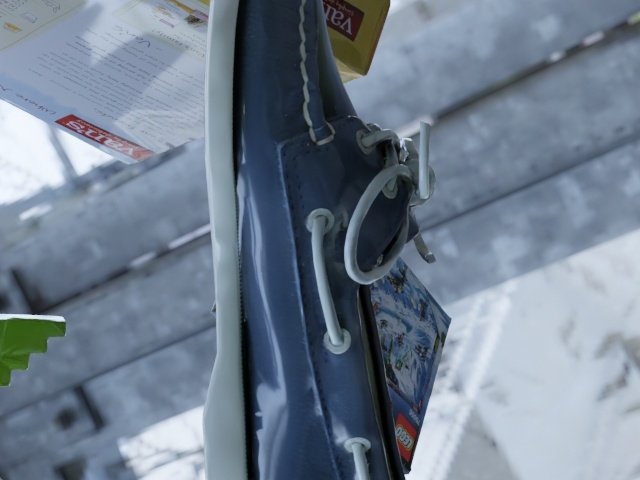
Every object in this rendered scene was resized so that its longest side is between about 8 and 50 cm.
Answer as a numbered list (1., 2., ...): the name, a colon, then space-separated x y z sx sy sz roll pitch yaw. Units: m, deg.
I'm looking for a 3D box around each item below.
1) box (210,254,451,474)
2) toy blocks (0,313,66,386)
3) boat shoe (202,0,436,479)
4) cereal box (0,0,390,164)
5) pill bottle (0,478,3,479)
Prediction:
1. box: 0.009 0.036 0.898 0.137 0.027 0.094 50 -136 -36
2. toy blocks: -0.377 0.175 1.335 0.381 0.191 0.260 3 -88 -11
3. boat shoe: 0.000 0.000 0.651 0.095 0.079 0.254 -61 -29 -80
4. cereal box: -0.103 -0.109 0.905 0.173 0.240 0.047 28 -111 -26
5. pill bottle: -0.264 0.170 0.892 0.407 0.229 0.229 50 -143 -52
